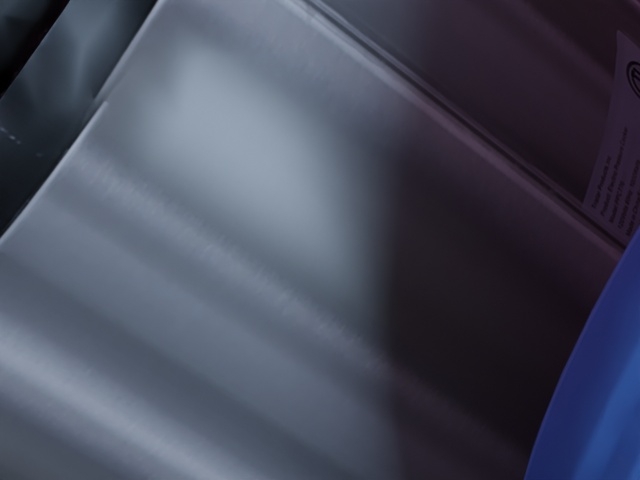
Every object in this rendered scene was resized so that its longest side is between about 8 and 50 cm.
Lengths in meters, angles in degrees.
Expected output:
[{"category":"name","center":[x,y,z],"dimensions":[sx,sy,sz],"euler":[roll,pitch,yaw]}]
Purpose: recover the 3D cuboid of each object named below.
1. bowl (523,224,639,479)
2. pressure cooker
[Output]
[{"category":"bowl","center":[0.232,0.015,0.531],"dimensions":[0.391,0.391,0.077],"euler":[-33,54,-25]},{"category":"pressure cooker","center":[-0.074,-0.046,0.642],"dimensions":[0.375,0.420,0.370],"euler":[-50,25,12]}]
